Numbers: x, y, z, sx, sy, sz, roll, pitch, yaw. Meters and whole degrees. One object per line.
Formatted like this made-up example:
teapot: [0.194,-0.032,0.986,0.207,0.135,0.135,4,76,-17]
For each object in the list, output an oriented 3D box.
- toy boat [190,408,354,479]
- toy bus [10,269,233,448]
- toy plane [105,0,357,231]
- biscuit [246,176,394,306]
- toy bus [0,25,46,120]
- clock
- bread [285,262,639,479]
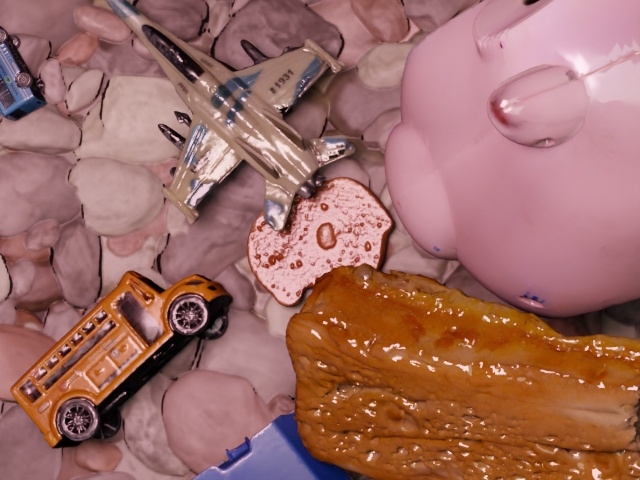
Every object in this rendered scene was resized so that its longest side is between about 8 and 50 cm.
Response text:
toy boat: [0.013,0.290,1.529,0.129,0.088,0.295,-36,92,2]
toy bus: [-0.168,0.091,1.567,0.194,0.083,0.088,-43,80,2]
toy plane: [-0.094,-0.129,1.585,0.192,0.088,0.262,-45,71,-4]
biscuit: [0.000,0.000,1.586,0.130,0.019,0.102,-24,81,5]
toy bus: [-0.281,-0.151,1.629,0.046,0.038,0.083,-32,81,7]
clock: [0.234,-0.088,1.380,0.368,0.377,0.251,-22,85,-4]
bread: [0.158,0.127,1.407,0.380,0.109,0.185,14,126,22]
